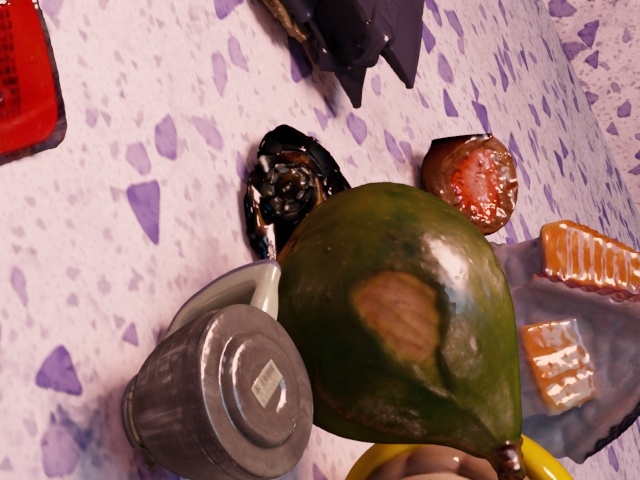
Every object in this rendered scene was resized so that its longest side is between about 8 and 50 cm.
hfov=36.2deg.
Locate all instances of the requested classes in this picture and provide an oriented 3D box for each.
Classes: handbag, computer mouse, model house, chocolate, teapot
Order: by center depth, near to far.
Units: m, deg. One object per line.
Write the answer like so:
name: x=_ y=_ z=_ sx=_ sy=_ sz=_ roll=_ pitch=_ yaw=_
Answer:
teapot: x=-0.077 y=0.088 z=0.636 sx=0.111 sy=0.108 sz=0.149 roll=12 pitch=63 yaw=-54
computer mouse: x=0.000 y=0.000 z=0.884 sx=0.146 sy=0.077 sz=0.242 roll=13 pitch=62 yaw=-59
handbag: x=0.004 y=-0.344 z=1.077 sx=0.303 sy=0.122 sz=0.329 roll=51 pitch=31 yaw=-38
model house: x=0.318 y=0.100 z=1.150 sx=0.360 sy=0.339 sz=0.297 roll=6 pitch=69 yaw=-62
chocolate: x=0.194 y=-0.071 z=1.272 sx=0.127 sy=0.124 sz=0.133 roll=-4 pitch=93 yaw=-72

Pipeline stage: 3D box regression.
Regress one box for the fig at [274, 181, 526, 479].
fig: x=0.065 y=0.077 z=0.732 sx=0.245 sy=0.195 sz=0.195 roll=47 pitch=27 yaw=0

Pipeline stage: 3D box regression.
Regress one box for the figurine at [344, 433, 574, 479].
figurine: x=0.080 y=0.249 z=0.729 sx=0.343 sy=0.215 sz=0.187 roll=-15 pitch=123 yaw=-60

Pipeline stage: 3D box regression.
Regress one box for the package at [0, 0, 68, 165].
package: x=-0.237 y=-0.163 z=0.537 sx=0.194 sy=0.071 sz=0.269 roll=-28 pitch=102 yaw=-50
